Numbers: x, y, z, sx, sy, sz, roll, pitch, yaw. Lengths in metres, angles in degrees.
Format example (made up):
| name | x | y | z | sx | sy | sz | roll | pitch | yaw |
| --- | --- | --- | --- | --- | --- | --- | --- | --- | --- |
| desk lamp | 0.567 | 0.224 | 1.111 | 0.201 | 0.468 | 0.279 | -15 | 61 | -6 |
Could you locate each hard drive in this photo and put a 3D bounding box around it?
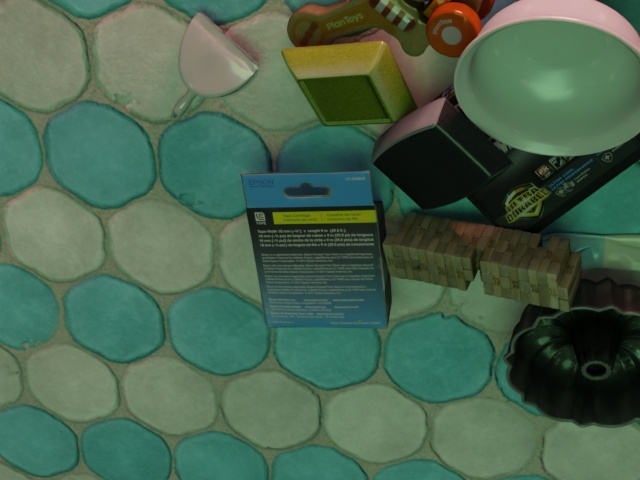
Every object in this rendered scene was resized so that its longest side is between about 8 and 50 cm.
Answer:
| name | x | y | z | sx | sy | sz | roll | pitch | yaw |
| --- | --- | --- | --- | --- | --- | --- | --- | --- | --- |
| hard drive | 0.188 | -0.132 | 1.676 | 0.172 | 0.054 | 0.254 | 42 | 157 | -10 |

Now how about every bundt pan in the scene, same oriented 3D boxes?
| name | x | y | z | sx | sy | sz | roll | pitch | yaw |
| --- | --- | --- | --- | --- | --- | --- | --- | --- | --- |
| bundt pan | 0.504 | 0.194 | 1.854 | 0.330 | 0.124 | 0.331 | 7 | 132 | 8 |

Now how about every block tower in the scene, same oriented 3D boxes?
| name | x | y | z | sx | sy | sz | roll | pitch | yaw |
| --- | --- | --- | --- | --- | --- | --- | --- | --- | --- |
| block tower | 0.283 | 0.033 | 1.786 | 0.335 | 0.097 | 0.091 | 10 | 138 | 26 |

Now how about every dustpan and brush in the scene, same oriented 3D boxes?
| name | x | y | z | sx | sy | sz | roll | pitch | yaw |
| --- | --- | --- | --- | --- | --- | --- | --- | --- | --- |
| dustpan and brush | -0.212 | -0.284 | 1.792 | 0.147 | 0.060 | 0.211 | 43 | 115 | -2 |

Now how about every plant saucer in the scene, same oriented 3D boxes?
| name | x | y | z | sx | sy | sz | roll | pitch | yaw |
| --- | --- | --- | --- | --- | --- | --- | --- | --- | --- |
| plant saucer | 0.046 | -0.248 | 1.687 | 0.188 | 0.045 | 0.188 | 0 | 150 | 25 |

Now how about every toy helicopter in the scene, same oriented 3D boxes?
| name | x | y | z | sx | sy | sz | roll | pitch | yaw |
| --- | --- | --- | --- | --- | --- | --- | --- | --- | --- |
| toy helicopter | 0.088 | -0.390 | 1.613 | 0.355 | 0.140 | 0.235 | -13 | 125 | 34 |

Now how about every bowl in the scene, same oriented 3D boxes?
| name | x | y | z | sx | sy | sz | roll | pitch | yaw |
| --- | --- | --- | --- | --- | --- | --- | --- | --- | --- |
| bowl | 0.355 | -0.267 | 1.510 | 0.297 | 0.134 | 0.298 | 12 | 150 | 7 |

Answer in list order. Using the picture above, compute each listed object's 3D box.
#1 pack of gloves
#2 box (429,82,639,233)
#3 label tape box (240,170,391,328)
| name | x | y | z | sx | sy | sz | roll | pitch | yaw |
| --- | --- | --- | --- | --- | --- | --- | --- | --- | --- |
| pack of gloves | 0.490 | 0.079 | 1.854 | 0.232 | 0.046 | 0.195 | 2 | 120 | 12 |
| box | 0.348 | -0.178 | 1.715 | 0.293 | 0.073 | 0.295 | 43 | 120 | -15 |
| label tape box | 0.000 | 0.000 | 1.880 | 0.240 | 0.106 | 0.334 | 0 | 120 | 12 |
